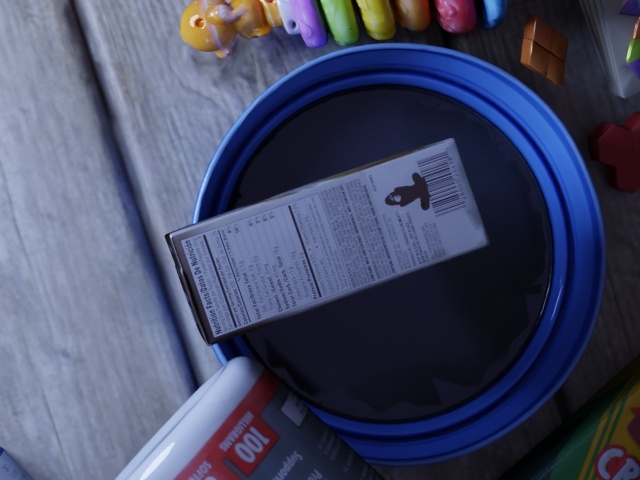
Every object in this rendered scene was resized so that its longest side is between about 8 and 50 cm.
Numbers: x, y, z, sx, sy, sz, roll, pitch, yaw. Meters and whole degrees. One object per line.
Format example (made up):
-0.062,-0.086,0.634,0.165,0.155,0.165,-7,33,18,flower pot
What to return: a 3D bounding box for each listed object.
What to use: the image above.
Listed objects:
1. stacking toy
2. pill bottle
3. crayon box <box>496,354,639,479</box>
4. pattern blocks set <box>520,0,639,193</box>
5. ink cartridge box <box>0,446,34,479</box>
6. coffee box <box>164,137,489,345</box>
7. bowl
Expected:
0.014,-0.237,1.192,0.302,0.166,0.175,-19,94,3,stacking toy
-0.003,0.288,1.082,0.363,0.210,0.210,43,83,-2,pill bottle
0.354,0.211,1.255,0.318,0.081,0.202,-41,94,-8,crayon box
0.313,-0.233,1.219,0.285,0.026,0.325,-40,119,-7,pattern blocks set
-0.182,0.309,1.061,0.307,0.303,0.072,41,82,-5,ink cartridge box
0.000,0.000,1.101,0.246,0.141,0.098,-19,92,-7,coffee box
0.071,0.012,1.219,0.391,0.077,0.391,0,89,-9,bowl
